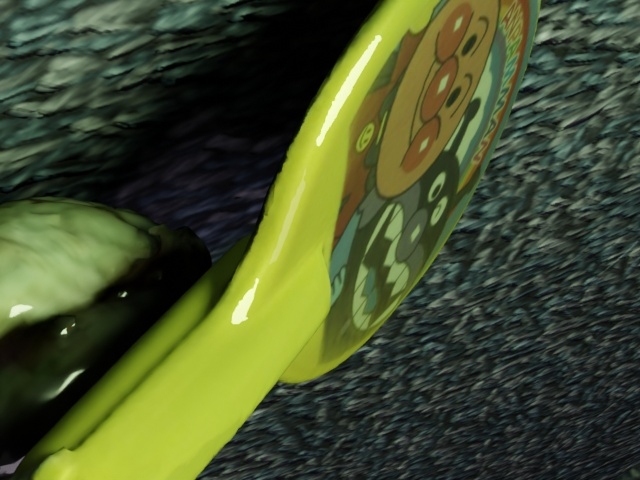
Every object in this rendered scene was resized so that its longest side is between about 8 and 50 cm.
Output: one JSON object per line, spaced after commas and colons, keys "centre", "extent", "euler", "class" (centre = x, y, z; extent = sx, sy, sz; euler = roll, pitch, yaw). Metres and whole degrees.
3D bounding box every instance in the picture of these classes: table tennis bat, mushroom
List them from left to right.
{"centre": [-0.190, 0.094, 0.896], "extent": [0.247, 0.130, 0.344], "euler": [-38, 174, -46], "class": "mushroom"}
{"centre": [0.000, 0.000, 0.807], "extent": [0.368, 0.054, 0.224], "euler": [-47, 157, -36], "class": "table tennis bat"}
